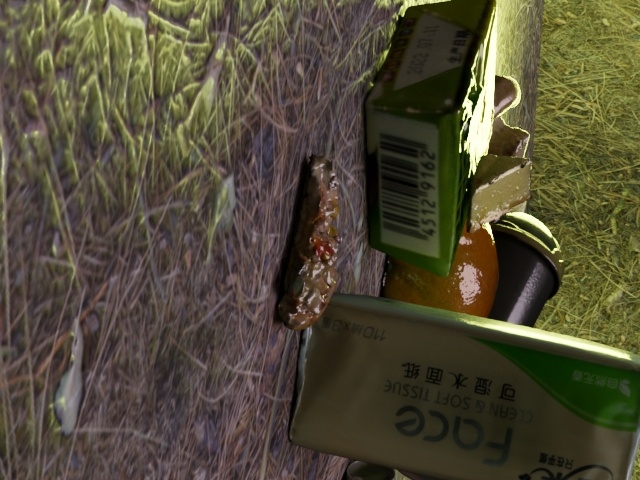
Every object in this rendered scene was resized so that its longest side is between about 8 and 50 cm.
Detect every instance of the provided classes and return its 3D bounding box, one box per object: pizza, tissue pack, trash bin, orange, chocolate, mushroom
[{"bbox_3d":[0.000,0.000,1.360,0.185,0.052,0.195,-52,148,-70],"label":"pizza"},{"bbox_3d":[0.197,0.199,1.548,0.332,0.405,0.205,8,94,-76],"label":"tissue pack"},{"bbox_3d":[0.325,0.086,2.276,0.334,0.214,0.214,-57,155,-30],"label":"trash bin"},{"bbox_3d":[0.167,0.059,2.000,0.310,0.274,0.274,-49,164,1],"label":"orange"},{"bbox_3d":[0.158,-0.154,1.730,0.289,0.137,0.301,-67,161,-45],"label":"chocolate"},{"bbox_3d":[0.266,-0.153,2.179,0.151,0.156,0.286,-22,129,-53],"label":"mushroom"}]

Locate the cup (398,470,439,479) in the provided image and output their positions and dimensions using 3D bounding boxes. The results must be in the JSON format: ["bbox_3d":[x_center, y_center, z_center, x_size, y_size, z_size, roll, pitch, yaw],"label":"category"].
[{"bbox_3d":[0.235,0.310,2.144,0.253,0.191,0.200,-41,-158,55],"label":"cup"}]

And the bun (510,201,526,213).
[{"bbox_3d":[0.311,-0.059,2.452,0.222,0.127,0.222,-22,130,-29],"label":"bun"}]

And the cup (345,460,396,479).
[{"bbox_3d":[0.064,0.386,1.855,0.074,0.102,0.099,-11,116,-35],"label":"cup"}]

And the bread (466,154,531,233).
[{"bbox_3d":[0.249,-0.064,1.704,0.109,0.080,0.084,-67,161,-49],"label":"bread"}]
